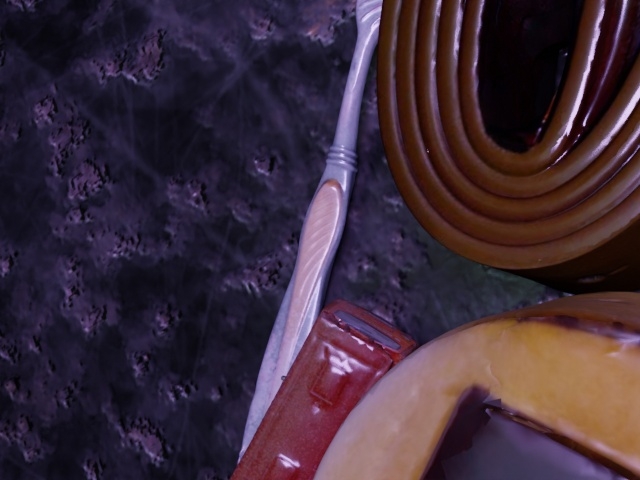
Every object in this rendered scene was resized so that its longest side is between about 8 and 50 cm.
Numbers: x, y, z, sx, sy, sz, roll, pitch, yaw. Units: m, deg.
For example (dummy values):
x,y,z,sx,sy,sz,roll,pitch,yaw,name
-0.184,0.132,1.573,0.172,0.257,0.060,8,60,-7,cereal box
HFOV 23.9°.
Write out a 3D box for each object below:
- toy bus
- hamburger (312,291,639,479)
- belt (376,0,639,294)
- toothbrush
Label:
x,y,z,sx,sy,sz,roll,pitch,yaw,name
-0.026,0.145,0.854,0.073,0.096,0.235,30,96,10,toy bus
0.127,0.165,0.731,0.302,0.170,0.302,-6,76,24,hamburger
0.154,-0.142,0.799,0.217,0.122,0.338,17,90,32,belt
0.000,0.000,0.912,0.028,0.037,0.375,15,89,20,toothbrush
